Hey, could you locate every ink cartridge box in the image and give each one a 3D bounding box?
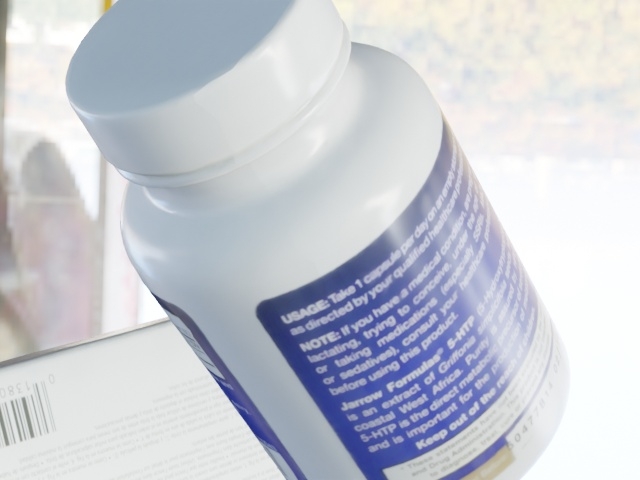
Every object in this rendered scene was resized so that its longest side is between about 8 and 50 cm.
[{"bbox_3d":[-0.115,0.176,0.977,0.275,0.239,0.060,-14,-178,-44],"label":"ink cartridge box"}]

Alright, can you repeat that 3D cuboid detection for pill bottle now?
[{"bbox_3d":[0.000,0.000,0.541,0.112,0.112,0.186,3,138,39],"label":"pill bottle"}]
